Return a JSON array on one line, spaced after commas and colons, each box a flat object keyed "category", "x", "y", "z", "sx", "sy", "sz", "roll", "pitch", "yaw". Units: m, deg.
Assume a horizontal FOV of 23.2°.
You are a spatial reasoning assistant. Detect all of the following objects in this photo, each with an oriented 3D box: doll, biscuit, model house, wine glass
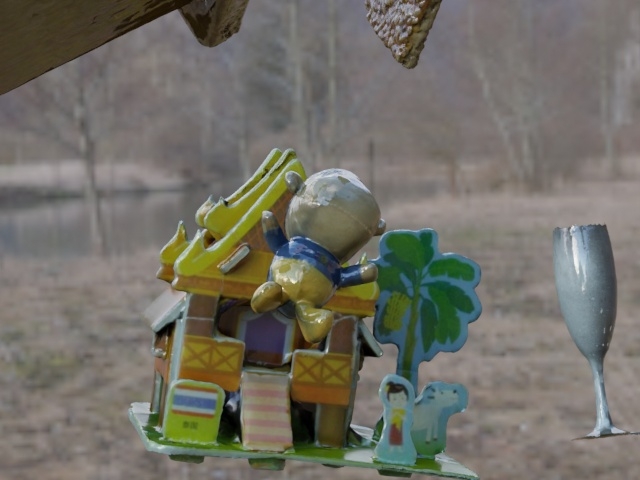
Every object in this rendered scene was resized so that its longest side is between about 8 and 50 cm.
[{"category": "doll", "x": 0.000, "y": 0.000, "z": 1.182, "sx": 0.102, "sy": 0.089, "sz": 0.179, "roll": 29, "pitch": 36, "yaw": -13}, {"category": "biscuit", "x": 0.094, "y": -0.271, "z": 1.331, "sx": 0.025, "sy": 0.231, "sz": 0.131, "roll": 11, "pitch": 27, "yaw": -22}, {"category": "model house", "x": 0.007, "y": 0.072, "z": 1.561, "sx": 0.358, "sy": 0.312, "sz": 0.242, "roll": 8, "pitch": 3, "yaw": -11}, {"category": "wine glass", "x": 0.251, "y": 0.082, "z": 1.426, "sx": 0.066, "sy": 0.198, "sz": 0.066, "roll": -5, "pitch": -10, "yaw": -1}]

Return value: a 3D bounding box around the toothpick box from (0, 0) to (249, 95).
[{"category": "toothpick box", "x": -0.196, "y": -0.134, "z": 0.667, "sx": 0.308, "sy": 0.187, "sz": 0.190, "roll": -29, "pitch": -8, "yaw": -17}]
